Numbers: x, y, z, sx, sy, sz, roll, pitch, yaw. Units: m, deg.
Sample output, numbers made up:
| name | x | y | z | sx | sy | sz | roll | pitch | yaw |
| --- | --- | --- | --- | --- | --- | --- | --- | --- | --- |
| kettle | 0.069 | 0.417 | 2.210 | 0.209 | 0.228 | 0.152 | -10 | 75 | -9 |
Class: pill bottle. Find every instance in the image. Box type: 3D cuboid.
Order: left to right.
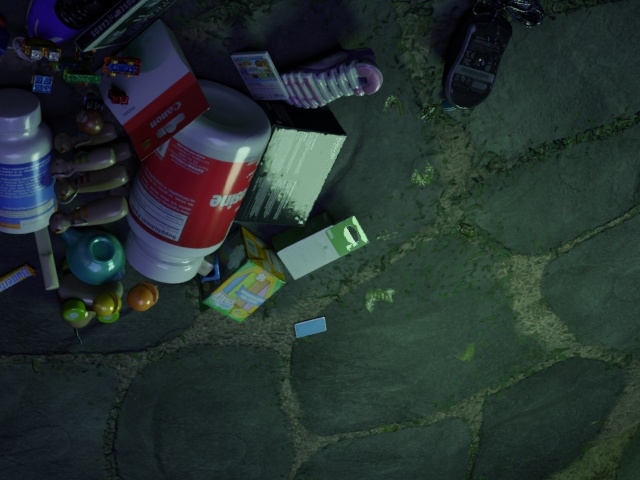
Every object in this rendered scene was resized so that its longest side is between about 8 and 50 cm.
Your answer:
| name | x | y | z | sx | sy | sz | roll | pitch | yaw |
| --- | --- | --- | --- | --- | --- | --- | --- | --- | --- |
| pill bottle | -0.612 | -0.161 | 1.845 | 0.152 | 0.152 | 0.272 | -2 | 130 | -15 |
| pill bottle | -0.276 | -0.114 | 1.936 | 0.229 | 0.229 | 0.408 | 10 | 126 | -24 |

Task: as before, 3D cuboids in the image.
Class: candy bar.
| name | x | y | z | sx | sy | sz | roll | pitch | yaw |
| --- | --- | --- | --- | --- | --- | --- | --- | --- | --- |
| candy bar | -0.731 | 0.098 | 2.122 | 0.161 | 0.018 | 0.040 | -27 | 132 | 7 |

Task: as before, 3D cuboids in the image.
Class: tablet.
| name | x | y | z | sx | sy | sz | roll | pitch | yaw |
| --- | --- | --- | --- | --- | --- | --- | --- | --- | --- |
| tablet | -0.027 | 0.232 | 2.460 | 0.083 | 0.006 | 0.054 | -14 | 132 | -6 |

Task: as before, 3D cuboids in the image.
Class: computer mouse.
| name | x | y | z | sx | sy | sz | roll | pitch | yaw |
| --- | --- | --- | --- | --- | --- | --- | --- | --- | --- |
| computer mouse | 0.346 | -0.414 | 1.982 | 0.188 | 0.072 | 0.272 | 16 | 111 | -25 |

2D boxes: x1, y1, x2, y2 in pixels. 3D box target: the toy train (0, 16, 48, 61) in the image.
| name | x | y | z | sx | sy | sz | roll | pitch | yaw |
| --- | --- | --- | --- | --- | --- | --- | --- | --- | --- |
| toy train | -0.637 | -0.344 | 1.717 | 0.248 | 0.105 | 0.143 | 28 | 127 | -32 |

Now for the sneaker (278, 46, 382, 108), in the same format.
| name | x | y | z | sx | sy | sz | roll | pitch | yaw |
| --- | --- | --- | --- | --- | --- | --- | --- | --- | --- |
| sneaker | 0.019 | -0.350 | 1.921 | 0.236 | 0.105 | 0.095 | -7 | 138 | 19 |

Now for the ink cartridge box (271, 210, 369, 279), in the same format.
| name | x | y | z | sx | sy | sz | roll | pitch | yaw |
| --- | --- | --- | --- | --- | --- | --- | --- | --- | --- |
| ink cartridge box | 0.000 | 0.000 | 2.230 | 0.209 | 0.062 | 0.109 | -26 | 132 | 6 |

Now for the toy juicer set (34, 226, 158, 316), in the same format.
| name | x | y | z | sx | sy | sz | roll | pitch | yaw |
| --- | --- | --- | --- | --- | --- | --- | --- | --- | --- |
| toy juicer set | -0.506 | 0.066 | 2.049 | 0.329 | 0.209 | 0.089 | 15 | 156 | -26 |

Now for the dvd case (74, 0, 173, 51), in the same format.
| name | x | y | z | sx | sy | sz | roll | pitch | yaw |
| --- | --- | --- | --- | --- | --- | --- | --- | --- | --- |
| dvd case | -0.334 | -0.415 | 1.668 | 0.179 | 0.239 | 0.029 | -36 | 98 | 15 |

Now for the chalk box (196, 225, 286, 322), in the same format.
| name | x | y | z | sx | sy | sz | roll | pitch | yaw |
| --- | --- | --- | --- | --- | --- | --- | --- | --- | --- |
| chalk box | -0.209 | 0.097 | 2.204 | 0.213 | 0.132 | 0.132 | -41 | 129 | 20 |

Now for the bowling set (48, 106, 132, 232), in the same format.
| name | x | y | z | sx | sy | sz | roll | pitch | yaw |
| --- | --- | --- | --- | --- | --- | --- | --- | --- | --- |
| bowling set | -0.474 | -0.169 | 1.804 | 0.154 | 0.287 | 0.200 | -14 | 124 | 1 |

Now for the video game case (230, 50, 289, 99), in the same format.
| name | x | y | z | sx | sy | sz | roll | pitch | yaw |
| --- | --- | --- | --- | --- | --- | --- | --- | --- | --- |
| video game case | -0.124 | -0.340 | 1.901 | 0.087 | 0.011 | 0.122 | 4 | 141 | 31 |

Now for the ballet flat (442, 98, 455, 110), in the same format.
| name | x | y | z | sx | sy | sz | roll | pitch | yaw |
| --- | --- | --- | --- | --- | --- | --- | --- | --- | --- |
| ballet flat | 0.328 | -0.325 | 2.069 | 0.114 | 0.041 | 0.041 | -36 | 130 | 16 |

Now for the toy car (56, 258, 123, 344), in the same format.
| name | x | y | z | sx | sy | sz | roll | pitch | yaw |
| --- | --- | --- | --- | --- | --- | --- | --- | --- | --- |
| toy car | -0.548 | 0.156 | 2.147 | 0.149 | 0.155 | 0.188 | 5 | 138 | -20 |

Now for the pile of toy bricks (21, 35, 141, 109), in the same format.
| name | x | y | z | sx | sy | sz | roll | pitch | yaw |
| --- | --- | --- | --- | --- | --- | --- | --- | --- | --- |
| pile of toy bricks | -0.455 | -0.322 | 1.721 | 0.212 | 0.105 | 0.118 | 1 | 121 | -30 |

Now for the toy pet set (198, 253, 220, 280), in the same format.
| name | x | y | z | sx | sy | sz | roll | pitch | yaw |
| --- | --- | --- | --- | --- | --- | --- | --- | --- | --- |
| toy pet set | -0.254 | 0.034 | 2.140 | 0.065 | 0.114 | 0.122 | 33 | 117 | -23 |

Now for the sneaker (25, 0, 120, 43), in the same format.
| name | x | y | z | sx | sy | sz | roll | pitch | yaw |
| --- | --- | --- | --- | --- | --- | --- | --- | --- | --- |
| sneaker | -0.422 | -0.442 | 1.664 | 0.293 | 0.146 | 0.102 | -36 | 130 | 14 |

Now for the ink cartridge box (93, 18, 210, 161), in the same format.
| name | x | y | z | sx | sy | sz | roll | pitch | yaw |
| --- | --- | --- | --- | --- | --- | --- | --- | --- | --- |
| ink cartridge box | -0.330 | -0.291 | 1.770 | 0.181 | 0.225 | 0.056 | -36 | 147 | 14 |

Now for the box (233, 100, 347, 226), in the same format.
| name | x | y | z | sx | sy | sz | roll | pitch | yaw |
| --- | --- | --- | --- | --- | --- | --- | --- | --- | --- |
| box | -0.082 | -0.164 | 2.025 | 0.184 | 0.103 | 0.261 | 6 | 128 | -29 |
